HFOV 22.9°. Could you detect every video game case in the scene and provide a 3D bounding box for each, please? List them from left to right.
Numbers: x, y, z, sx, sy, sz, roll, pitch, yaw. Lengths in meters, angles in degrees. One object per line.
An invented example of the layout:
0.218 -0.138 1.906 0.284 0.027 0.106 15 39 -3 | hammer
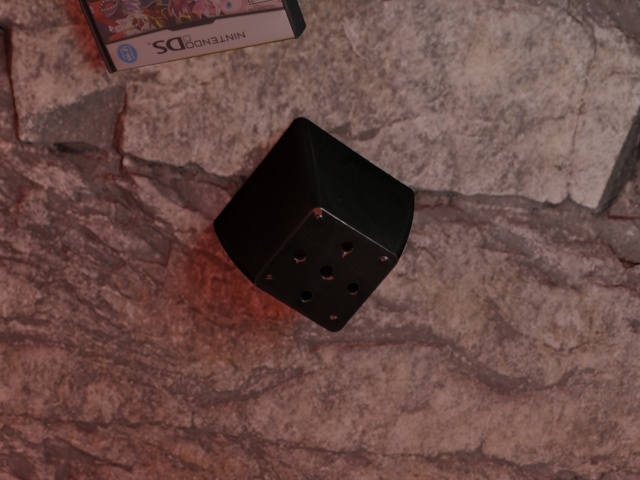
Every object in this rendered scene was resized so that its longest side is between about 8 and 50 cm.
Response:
-0.173 -0.328 1.744 0.248 0.035 0.274 -7 121 24 | video game case

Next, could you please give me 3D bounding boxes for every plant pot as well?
0.000 0.000 1.910 0.188 0.167 0.187 32 110 -21 | plant pot
